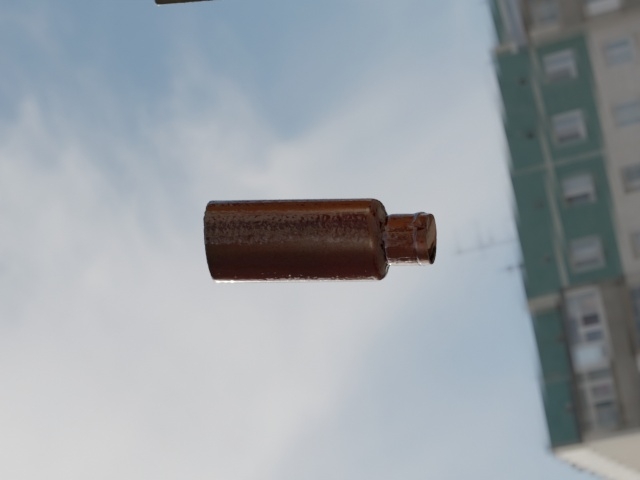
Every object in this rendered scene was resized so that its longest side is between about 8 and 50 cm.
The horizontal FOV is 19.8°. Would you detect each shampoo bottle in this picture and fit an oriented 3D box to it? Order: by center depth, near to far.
[{"bbox_3d":[0.000,0.000,2.082,0.064,0.260,0.102,-59,-35,-63],"label":"shampoo bottle"}]

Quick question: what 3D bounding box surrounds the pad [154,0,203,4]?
[{"bbox_3d":[-0.097,-0.332,1.717,0.143,0.003,0.211,-9,-78,-26],"label":"pad"}]
